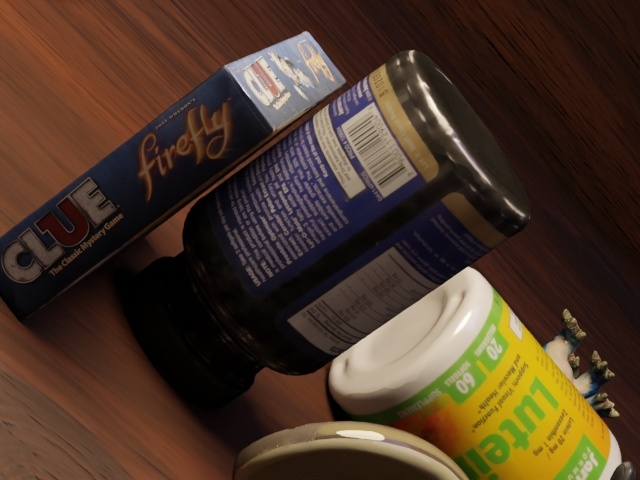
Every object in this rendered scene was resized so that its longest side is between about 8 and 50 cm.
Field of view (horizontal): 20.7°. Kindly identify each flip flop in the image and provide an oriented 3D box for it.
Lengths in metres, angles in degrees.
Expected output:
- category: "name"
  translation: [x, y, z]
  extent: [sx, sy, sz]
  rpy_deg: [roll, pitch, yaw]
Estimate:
- category: "flip flop"
  translation: [0.055, 0.206, 0.976]
  extent: [0.277, 0.112, 0.080]
  rpy_deg: [54, 27, -23]

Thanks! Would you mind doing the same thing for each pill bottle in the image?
- category: "pill bottle"
  translation: [0.000, 0.000, 1.003]
  extent: [0.123, 0.219, 0.123]
  rpy_deg: [50, 15, -18]
- category: "pill bottle"
  translation: [0.130, 0.148, 1.258]
  extent: [0.245, 0.136, 0.136]
  rpy_deg: [49, 14, -19]

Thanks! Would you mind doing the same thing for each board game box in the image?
- category: "board game box"
  translation: [-0.078, -0.044, 0.969]
  extent: [0.042, 0.165, 0.243]
  rpy_deg: [53, 13, -3]

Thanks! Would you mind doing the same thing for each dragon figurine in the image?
- category: "dragon figurine"
  translation: [0.177, 0.148, 1.522]
  extent: [0.085, 0.144, 0.289]
  rpy_deg: [58, -5, 23]

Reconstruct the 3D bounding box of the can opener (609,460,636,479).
- category: "can opener"
  translation: [0.196, 0.242, 1.205]
  extent: [0.059, 0.186, 0.073]
  rpy_deg: [22, 1, -24]
